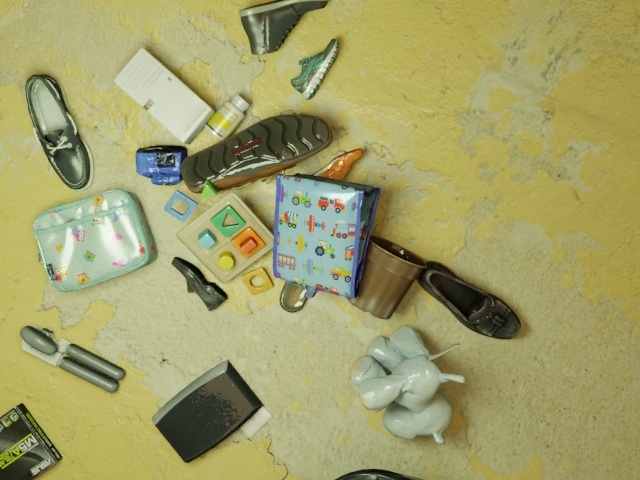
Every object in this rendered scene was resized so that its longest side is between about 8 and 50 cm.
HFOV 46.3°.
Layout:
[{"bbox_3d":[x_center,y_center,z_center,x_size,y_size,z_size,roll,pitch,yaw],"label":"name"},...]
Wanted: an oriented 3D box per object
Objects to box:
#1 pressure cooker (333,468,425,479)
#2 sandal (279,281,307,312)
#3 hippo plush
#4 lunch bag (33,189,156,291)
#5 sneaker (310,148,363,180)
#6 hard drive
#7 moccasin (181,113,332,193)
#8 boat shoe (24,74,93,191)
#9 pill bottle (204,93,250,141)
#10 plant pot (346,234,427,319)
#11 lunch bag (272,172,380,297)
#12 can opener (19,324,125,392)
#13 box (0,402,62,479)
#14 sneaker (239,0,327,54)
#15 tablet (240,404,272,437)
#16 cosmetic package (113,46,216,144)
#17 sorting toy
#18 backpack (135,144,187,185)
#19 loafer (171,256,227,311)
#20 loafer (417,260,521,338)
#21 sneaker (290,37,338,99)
[{"bbox_3d":[0.184,0.738,1.772,0.370,0.420,0.375,28,83,31],"label":"pressure cooker"},{"bbox_3d":[-0.051,0.081,1.899,0.090,0.060,0.219,21,94,-1],"label":"sandal"},{"bbox_3d":[0.239,0.367,1.871,0.294,0.234,0.236,-17,125,16],"label":"hippo plush"},{"bbox_3d":[-0.573,-0.004,1.877,0.279,0.108,0.224,-18,94,2],"label":"lunch bag"},{"bbox_3d":[0.040,-0.171,1.885,0.175,0.064,0.067,-35,96,13],"label":"sneaker"},{"bbox_3d":[-0.295,0.446,1.929,0.255,0.054,0.172,-37,91,3],"label":"hard drive"},{"bbox_3d":[-0.151,-0.203,1.852,0.380,0.147,0.139,-26,79,6],"label":"moccasin"},{"bbox_3d":[-0.661,-0.266,1.868,0.114,0.091,0.302,-24,93,3],"label":"boat shoe"},{"bbox_3d":[-0.230,-0.308,1.873,0.065,0.065,0.116,41,93,-2],"label":"pill bottle"},{"bbox_3d":[0.153,0.095,1.855,0.167,0.167,0.165,27,102,-1],"label":"plant pot"},{"bbox_3d":[0.000,0.000,1.796,0.221,0.138,0.293,13,100,21],"label":"lunch bag"},{"bbox_3d":[-0.640,0.306,1.913,0.280,0.093,0.074,28,93,-6],"label":"can opener"},{"bbox_3d":[-0.805,0.551,1.950,0.191,0.045,0.184,-34,90,3],"label":"box"},{"bbox_3d":[-0.083,-0.539,1.860,0.222,0.083,0.118,-14,112,-5],"label":"sneaker"},{"bbox_3d":[-0.172,0.469,1.954,0.054,0.006,0.083,45,93,-2],"label":"tablet"},{"bbox_3d":[-0.385,-0.357,1.863,0.231,0.085,0.117,40,94,-1],"label":"cosmetic package"},{"bbox_3d":[-0.228,0.003,1.840,0.196,0.047,0.347,-35,113,16],"label":"sorting toy"},{"bbox_3d":[-0.401,-0.188,1.868,0.120,0.098,0.101,3,98,0],"label":"backpack"},{"bbox_3d":[-0.320,0.111,1.906,0.170,0.062,0.061,43,98,-1],"label":"loafer"},{"bbox_3d":[0.375,0.161,1.880,0.302,0.095,0.109,34,94,-1],"label":"loafer"},{"bbox_3d":[-0.016,-0.438,1.864,0.076,0.065,0.166,32,92,3],"label":"sneaker"}]
